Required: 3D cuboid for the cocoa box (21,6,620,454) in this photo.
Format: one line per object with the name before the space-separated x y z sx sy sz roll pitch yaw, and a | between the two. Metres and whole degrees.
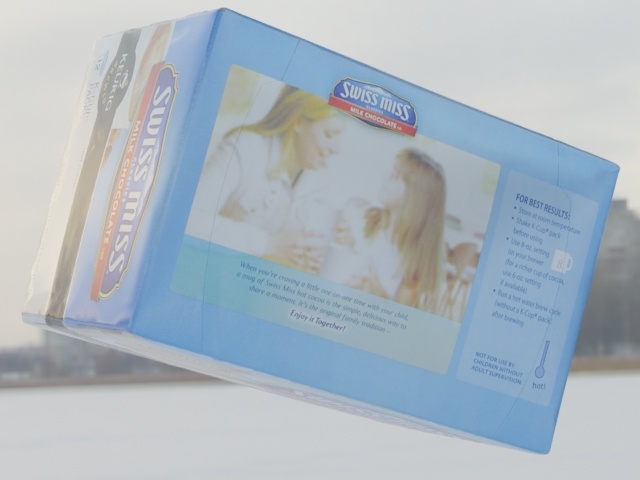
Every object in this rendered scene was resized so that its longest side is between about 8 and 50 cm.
cocoa box | 0.000 0.000 1.264 0.347 0.231 0.228 19 -7 -27
